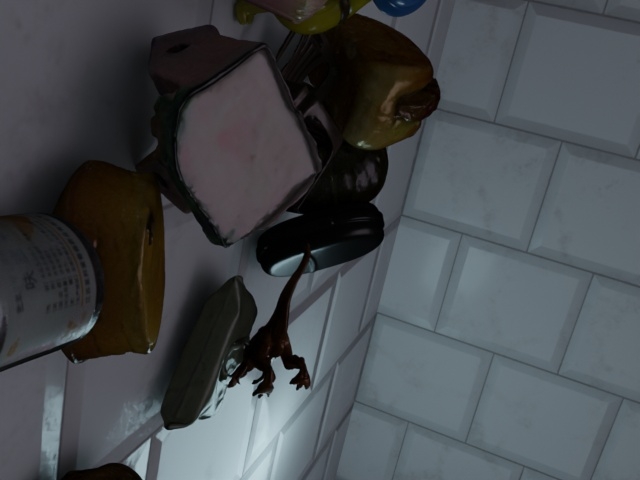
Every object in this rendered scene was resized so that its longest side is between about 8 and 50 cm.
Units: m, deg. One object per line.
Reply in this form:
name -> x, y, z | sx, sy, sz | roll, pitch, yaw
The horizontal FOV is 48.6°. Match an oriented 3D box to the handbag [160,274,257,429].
handbag -> -0.217, 0.228, 1.449 | 0.253, 0.109, 0.315 | 68, 42, -78

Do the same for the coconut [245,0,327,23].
coconut -> -0.084, -0.439, 0.962 | 0.233, 0.245, 0.233 | -49, -152, 39

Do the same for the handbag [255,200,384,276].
handbag -> 0.001, 0.001, 1.627 | 0.254, 0.308, 0.093 | 60, 13, -76

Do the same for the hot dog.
hot dog -> 0.122, -0.331, 1.479 | 0.405, 0.223, 0.185 | -112, -146, -53

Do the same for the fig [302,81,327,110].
fig -> -0.096, -0.236, 1.401 | 0.245, 0.149, 0.149 | -20, 129, -46

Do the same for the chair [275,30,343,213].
chair -> -0.032, -0.243, 1.262 | 0.326, 0.183, 0.175 | -53, 141, -12

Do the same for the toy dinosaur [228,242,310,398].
toy dinosaur -> -0.090, 0.226, 1.532 | 0.097, 0.208, 0.432 | 15, 128, -37

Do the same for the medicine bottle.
medicine bottle -> -0.358, 0.061, 0.704 | 0.273, 0.165, 0.165 | -18, 124, -71

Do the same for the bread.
bread -> -0.280, 0.031, 0.931 | 0.195, 0.143, 0.269 | -104, -164, -69

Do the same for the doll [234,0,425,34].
doll -> 0.032, -0.422, 1.156 | 0.199, 0.363, 0.145 | -63, 142, -38

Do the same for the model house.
model house -> -0.168, -0.154, 0.994 | 0.202, 0.237, 0.237 | -44, 134, -18

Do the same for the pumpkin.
pumpkin -> 0.042, -0.161, 1.693 | 0.325, 0.232, 0.242 | -54, 159, -39

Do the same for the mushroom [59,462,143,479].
mushroom -> -0.377, 0.464, 1.118 | 0.253, 0.153, 0.253 | -52, 161, -27
